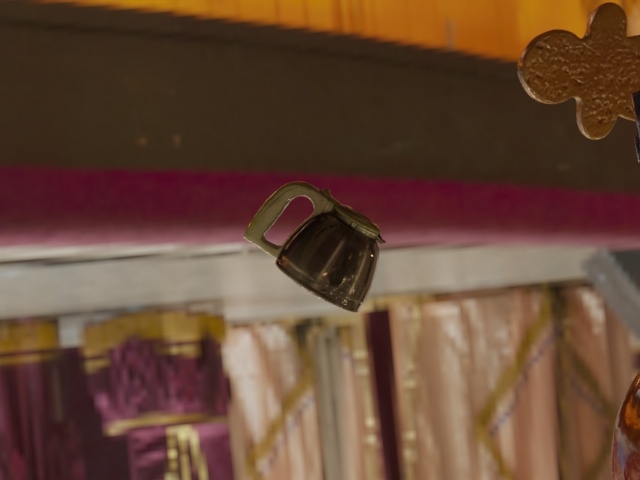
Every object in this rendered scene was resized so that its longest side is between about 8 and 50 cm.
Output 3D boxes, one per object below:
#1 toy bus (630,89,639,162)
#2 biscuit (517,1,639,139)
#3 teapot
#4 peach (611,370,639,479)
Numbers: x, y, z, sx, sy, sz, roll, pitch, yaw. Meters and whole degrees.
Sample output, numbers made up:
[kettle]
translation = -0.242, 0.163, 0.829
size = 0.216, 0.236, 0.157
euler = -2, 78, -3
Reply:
[toy bus]
translation = 0.253, -0.027, 1.309
size = 0.047, 0.166, 0.065
euler = -10, -156, 11
[biscuit]
translation = 0.336, -0.194, 2.133
size = 0.240, 0.158, 0.035
euler = 6, -174, -19
[teapot]
translation = 0.004, 0.003, 1.736
size = 0.124, 0.091, 0.092
euler = 28, -174, -25
[peach]
translation = 0.297, 0.153, 1.279
size = 0.190, 0.192, 0.190
euler = -8, -161, 3
